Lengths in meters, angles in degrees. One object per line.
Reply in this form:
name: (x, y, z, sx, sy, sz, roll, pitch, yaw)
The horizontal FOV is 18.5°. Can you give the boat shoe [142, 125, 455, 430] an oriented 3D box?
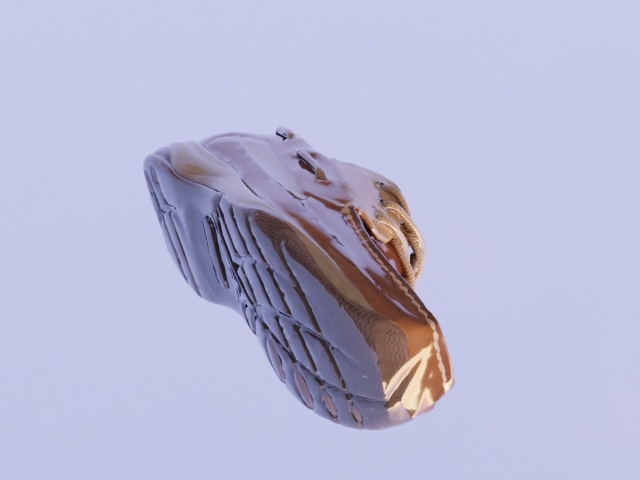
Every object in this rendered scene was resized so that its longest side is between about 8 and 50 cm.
boat shoe: (0.000, 0.000, 1.173, 0.120, 0.123, 0.324, -21, -150, -17)
